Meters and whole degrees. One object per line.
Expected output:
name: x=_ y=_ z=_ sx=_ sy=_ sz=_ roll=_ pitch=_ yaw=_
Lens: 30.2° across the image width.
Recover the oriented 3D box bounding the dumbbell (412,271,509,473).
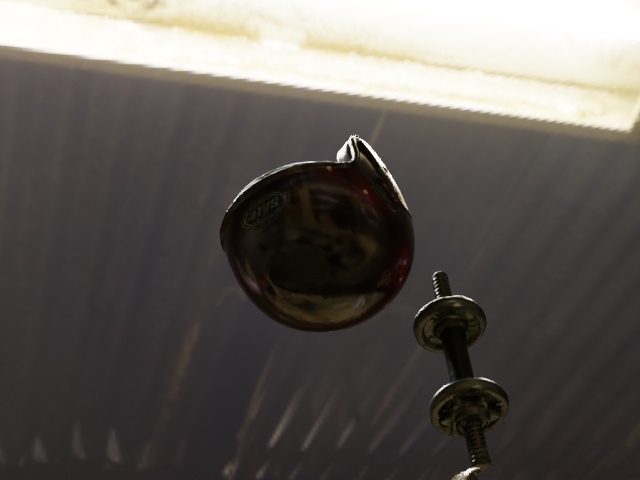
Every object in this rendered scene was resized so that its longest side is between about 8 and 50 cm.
dumbbell: x=0.141 y=0.126 z=1.205 sx=0.081 sy=0.254 sz=0.081 roll=-3 pitch=-46 yaw=-4

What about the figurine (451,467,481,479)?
figurine: x=0.234 y=0.345 z=0.675 sx=0.268 sy=0.387 sz=0.401 roll=-10 pitch=-74 yaw=-3

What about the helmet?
helmet: x=0.000 y=0.000 z=1.241 sx=0.189 sy=0.193 sz=0.216 roll=-32 pitch=-35 yaw=19
